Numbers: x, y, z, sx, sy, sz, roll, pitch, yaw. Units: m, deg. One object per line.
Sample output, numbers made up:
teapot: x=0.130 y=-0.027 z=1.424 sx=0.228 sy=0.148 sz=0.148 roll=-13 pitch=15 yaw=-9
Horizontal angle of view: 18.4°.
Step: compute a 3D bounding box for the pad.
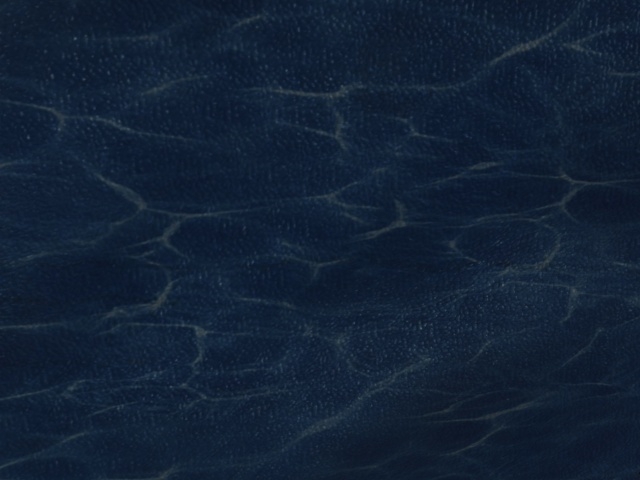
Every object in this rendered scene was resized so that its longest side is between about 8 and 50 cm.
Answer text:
pad: x=0.000 y=0.000 z=0.404 sx=0.270 sy=0.012 sz=0.269 roll=-1 pitch=136 yaw=-28
